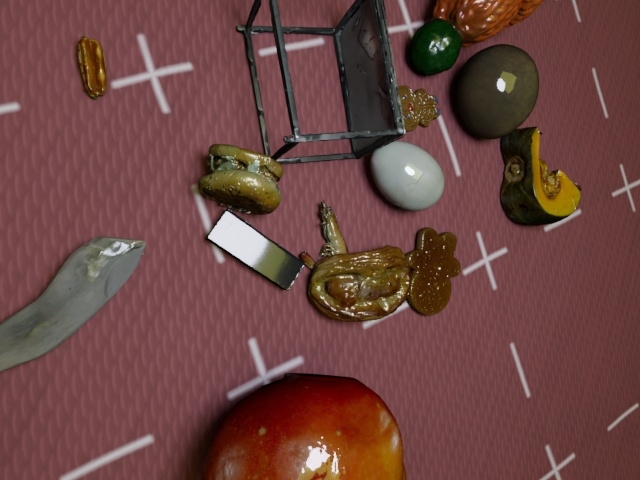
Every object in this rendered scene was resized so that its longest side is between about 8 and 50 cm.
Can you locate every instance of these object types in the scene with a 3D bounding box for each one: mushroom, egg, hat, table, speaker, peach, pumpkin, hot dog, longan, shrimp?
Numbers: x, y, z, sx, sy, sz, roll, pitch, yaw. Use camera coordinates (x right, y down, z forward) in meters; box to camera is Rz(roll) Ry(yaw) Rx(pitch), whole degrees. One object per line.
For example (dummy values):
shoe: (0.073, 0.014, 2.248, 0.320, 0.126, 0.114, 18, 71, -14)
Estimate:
mushroom: (-0.476, 0.113, 0.766, 0.109, 0.097, 0.351, 46, 75, -13)
egg: (0.213, -0.162, 1.028, 0.209, 0.151, 0.151, 34, 76, -16)
hat: (0.395, -0.619, 1.052, 0.285, 0.285, 0.400, 41, 78, -15)
table: (-0.010, -0.358, 0.909, 0.273, 0.222, 0.334, -10, 91, -22)
speaker: (-0.144, 0.023, 0.931, 0.218, 0.044, 0.082, 35, 75, -17)
peach: (-0.023, 0.419, 0.806, 0.407, 0.335, 0.309, 1, 80, -17)
pumpkin: (0.646, -0.183, 1.212, 0.190, 0.139, 0.280, 1, 90, -18)
hot dog: (-0.458, -0.346, 0.828, 0.049, 0.037, 0.121, -6, 95, -34)
longan: (0.476, -0.402, 1.122, 0.246, 0.215, 0.245, -34, 138, -37)
shrimp: (-0.001, 0.000, 0.997, 0.125, 0.034, 0.178, -24, 106, -19)
hot dog: (0.105, 0.103, 0.984, 0.259, 0.114, 0.174, -9, 109, -23)

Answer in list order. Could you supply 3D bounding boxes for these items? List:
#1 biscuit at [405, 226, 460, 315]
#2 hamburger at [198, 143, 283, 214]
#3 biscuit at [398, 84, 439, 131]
biscuit: (0.299, 0.084, 1.112, 0.180, 0.039, 0.235, 14, 83, -23)
hamburger: (-0.171, -0.124, 0.861, 0.186, 0.177, 0.113, 25, 80, -61)
biscuit: (0.251, -0.361, 1.120, 0.175, 0.026, 0.123, -13, 93, -22)
